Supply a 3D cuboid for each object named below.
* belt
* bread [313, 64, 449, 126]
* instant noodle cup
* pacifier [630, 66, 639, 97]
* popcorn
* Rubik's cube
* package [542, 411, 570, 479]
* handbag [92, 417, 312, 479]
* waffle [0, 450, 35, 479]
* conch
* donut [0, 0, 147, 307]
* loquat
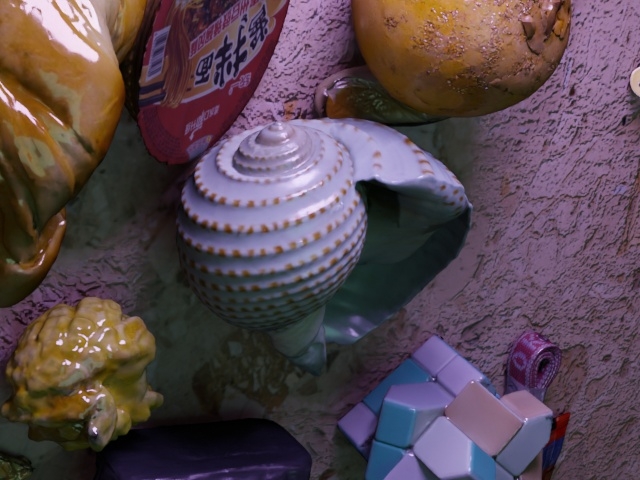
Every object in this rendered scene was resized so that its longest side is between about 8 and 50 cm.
[{"bbox_3d":[0.275,0.236,1.699,0.071,0.053,0.232,-5,115,-31],"label":"belt"},{"bbox_3d":[0.087,-0.165,1.381,0.214,0.053,0.073,-7,117,-24],"label":"bread"},{"bbox_3d":[-0.129,-0.210,1.169,0.274,0.091,0.274,-56,162,-29],"label":"instant noodle cup"},{"bbox_3d":[0.437,-0.206,1.568,0.083,0.068,0.064,-48,155,-2],"label":"pacifier"},{"bbox_3d":[-0.246,0.146,1.298,0.173,0.142,0.173,-1,91,-42],"label":"popcorn"},{"bbox_3d":[0.171,0.258,1.545,0.224,0.213,0.265,-42,127,-5],"label":"Rubik's cube"},{"bbox_3d":[0.315,0.344,1.783,0.083,0.022,0.200,-16,124,-52],"label":"package"},{"bbox_3d":[-0.142,0.312,1.410,0.254,0.181,0.181,-2,108,-29],"label":"handbag"},{"bbox_3d":[-0.378,0.218,1.316,0.097,0.023,0.152,-31,125,-16],"label":"waffle"},{"bbox_3d":[-0.007,-0.015,1.306,0.303,0.215,0.319,-21,155,-14],"label":"conch"},{"bbox_3d":[-0.265,-0.111,1.031,0.170,0.360,0.360,22,102,-22],"label":"donut"},{"bbox_3d":[0.142,-0.238,1.259,0.235,0.235,0.235,-14,120,-25],"label":"loquat"}]
